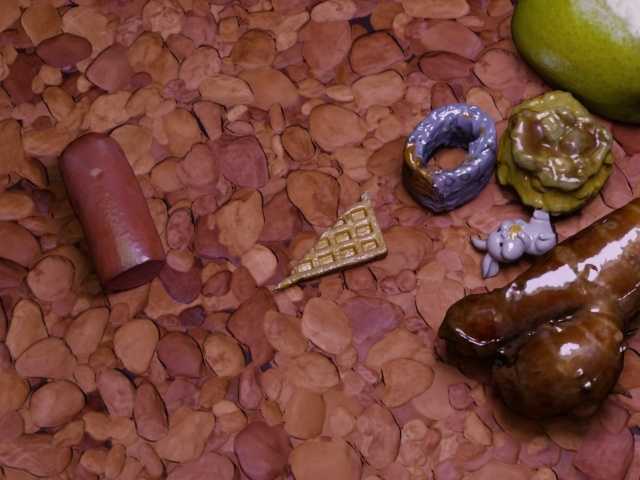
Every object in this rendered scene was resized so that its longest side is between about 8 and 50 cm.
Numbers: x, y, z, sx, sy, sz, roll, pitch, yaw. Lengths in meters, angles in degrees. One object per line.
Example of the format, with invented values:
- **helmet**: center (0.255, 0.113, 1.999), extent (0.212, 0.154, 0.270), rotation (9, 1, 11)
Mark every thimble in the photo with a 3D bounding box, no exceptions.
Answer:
- **thimble**: center (0.201, -0.128, 1.861), extent (0.151, 0.118, 0.127), rotation (-36, 68, -11)

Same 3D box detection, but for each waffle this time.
- **waffle**: center (0.000, 0.000, 1.865), extent (0.191, 0.032, 0.125), rotation (-15, 68, -4)

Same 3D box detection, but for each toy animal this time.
- **toy animal**: center (0.293, 0.001, 1.812), extent (0.124, 0.085, 0.071), rotation (-12, 66, 3)

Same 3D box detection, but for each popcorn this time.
- **popcorn**: center (0.362, -0.140, 1.839), extent (0.197, 0.155, 0.198), rotation (3, 59, -5)

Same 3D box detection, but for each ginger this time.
- **ginger**: center (0.399, 0.099, 1.722), extent (0.418, 0.176, 0.254), rotation (-34, 76, -9)

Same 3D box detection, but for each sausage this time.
- **sausage**: center (-0.328, -0.052, 1.871), extent (0.113, 0.113, 0.259), rotation (-22, 68, -6)

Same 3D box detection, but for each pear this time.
- **pear**: center (0.495, -0.331, 1.825), extent (0.342, 0.238, 0.318), rotation (-38, 69, 8)

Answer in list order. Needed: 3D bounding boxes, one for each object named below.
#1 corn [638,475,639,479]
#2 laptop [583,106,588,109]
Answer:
- **corn**: center (0.582, 0.290, 1.654), extent (0.363, 0.120, 0.120), rotation (-29, 67, -14)
- **laptop**: center (0.483, -0.297, 1.973), extent (0.180, 0.016, 0.129), rotation (-23, 67, -6)
